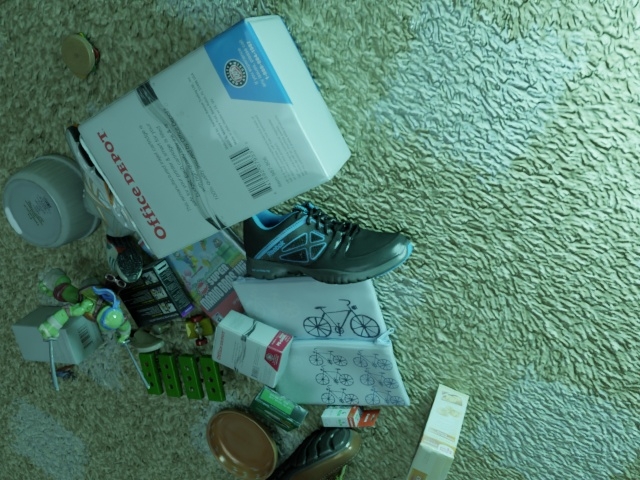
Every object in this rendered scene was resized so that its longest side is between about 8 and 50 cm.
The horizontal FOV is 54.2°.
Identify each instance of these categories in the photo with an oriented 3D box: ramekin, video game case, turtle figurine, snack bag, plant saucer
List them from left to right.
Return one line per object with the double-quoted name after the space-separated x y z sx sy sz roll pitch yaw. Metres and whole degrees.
-0.607 -0.081 1.398 0.207 0.109 0.207 9 116 19 "ramekin"
-0.529 0.188 1.388 0.266 0.197 0.275 31 129 47 "turtle figurine"
-0.244 0.048 1.357 0.285 0.025 0.204 46 122 -3 "video game case"
-0.188 0.495 1.529 0.200 0.037 0.200 10 114 24 "plant saucer"
0.000 0.211 1.305 0.323 0.037 0.343 -4 118 26 "snack bag"

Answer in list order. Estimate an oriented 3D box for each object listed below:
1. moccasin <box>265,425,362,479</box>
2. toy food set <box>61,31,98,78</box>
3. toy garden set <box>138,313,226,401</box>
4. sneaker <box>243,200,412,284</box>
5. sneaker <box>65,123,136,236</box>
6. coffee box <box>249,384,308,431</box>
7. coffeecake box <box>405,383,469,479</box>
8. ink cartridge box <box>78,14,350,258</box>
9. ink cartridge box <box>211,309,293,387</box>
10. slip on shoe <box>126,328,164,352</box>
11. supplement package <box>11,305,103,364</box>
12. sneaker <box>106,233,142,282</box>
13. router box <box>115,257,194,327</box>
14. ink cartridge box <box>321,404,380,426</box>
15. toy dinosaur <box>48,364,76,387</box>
-0.012 0.547 1.429 0.147 0.139 0.380 37 122 0 "moccasin"
-0.485 -0.373 1.260 0.082 0.020 0.083 -23 103 29 "toy food set"
-0.330 0.270 1.482 0.244 0.049 0.204 -3 103 32 "toy garden set"
0.000 0.000 1.175 0.340 0.125 0.140 -2 108 21 "sneaker"
-0.477 -0.117 1.332 0.121 0.099 0.262 -22 103 28 "sneaker"
-0.097 0.373 1.381 0.113 0.040 0.184 31 157 3 "coffee box"
0.228 0.401 1.232 0.068 0.185 0.142 20 120 13 "coffeecake box"
-0.191 -0.179 1.131 0.395 0.166 0.285 -22 104 25 "ink cartridge box"
-0.145 0.227 1.318 0.150 0.063 0.109 22 125 12 "ink cartridge box"
-0.421 0.230 1.466 0.135 0.051 0.041 2 111 40 "slip on shoe"
-0.660 0.236 1.571 0.179 0.105 0.105 0 115 22 "supplement package"
-0.437 0.052 1.390 0.161 0.057 0.075 49 137 40 "sneaker"
-0.385 0.122 1.421 0.179 0.046 0.133 -16 107 40 "router box"
0.066 0.376 1.360 0.115 0.063 0.029 -7 109 25 "ink cartridge box"
-0.702 0.359 1.700 0.082 0.047 0.090 16 86 25 "toy dinosaur"
